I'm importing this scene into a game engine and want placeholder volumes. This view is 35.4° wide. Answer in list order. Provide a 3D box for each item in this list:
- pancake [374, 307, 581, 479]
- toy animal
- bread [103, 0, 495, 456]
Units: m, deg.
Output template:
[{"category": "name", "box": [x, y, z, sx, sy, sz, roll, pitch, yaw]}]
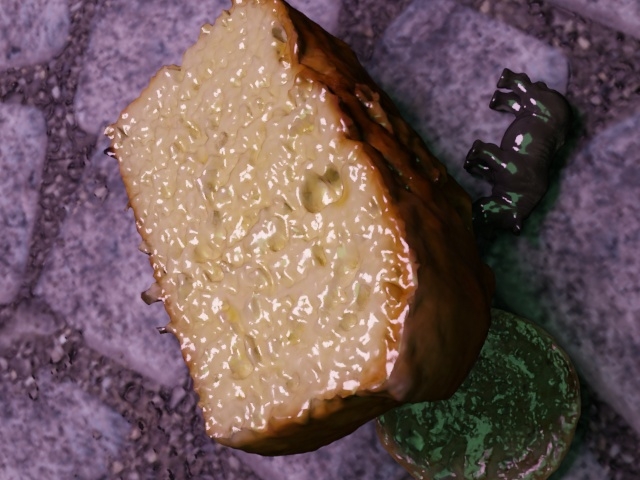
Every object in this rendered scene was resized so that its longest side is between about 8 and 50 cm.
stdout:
[{"category": "pancake", "box": [0.113, 0.116, 0.731, 0.151, 0.025, 0.152, -2, 84, 15]}, {"category": "toy animal", "box": [0.137, -0.052, 0.733, 0.065, 0.047, 0.136, 24, 84, 8]}, {"category": "bread", "box": [0.000, 0.000, 0.685, 0.194, 0.179, 0.340, -38, 52, 16]}]
